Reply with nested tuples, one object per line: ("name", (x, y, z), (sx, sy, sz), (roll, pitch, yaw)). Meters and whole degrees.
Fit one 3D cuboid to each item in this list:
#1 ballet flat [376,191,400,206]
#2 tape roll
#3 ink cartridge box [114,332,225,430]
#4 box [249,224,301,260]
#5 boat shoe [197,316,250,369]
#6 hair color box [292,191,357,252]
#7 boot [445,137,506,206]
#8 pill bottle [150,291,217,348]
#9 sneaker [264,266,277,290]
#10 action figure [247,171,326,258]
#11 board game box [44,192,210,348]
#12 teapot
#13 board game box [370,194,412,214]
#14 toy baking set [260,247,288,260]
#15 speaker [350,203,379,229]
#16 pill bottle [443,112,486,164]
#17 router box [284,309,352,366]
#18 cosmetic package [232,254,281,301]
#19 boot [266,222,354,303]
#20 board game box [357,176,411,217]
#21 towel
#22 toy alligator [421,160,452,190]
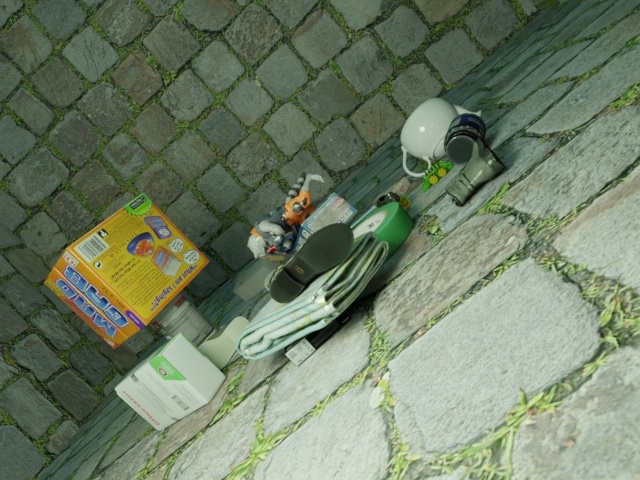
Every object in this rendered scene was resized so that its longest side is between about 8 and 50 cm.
("ballet flat", (0.224, -0.145, 1.699), (0.057, 0.049, 0.173), (-41, 9, -7))
("tape roll", (0.134, 0.014, 1.529), (0.321, 0.077, 0.321), (-41, 8, 7))
("ink cartridge box", (-0.478, 0.450, 1.590), (0.289, 0.211, 0.121), (-36, 11, 32))
("box", (-0.204, -0.002, 2.523), (0.247, 0.163, 0.142), (-16, 18, 15))
("boat shoe", (-0.365, 0.386, 1.782), (0.091, 0.109, 0.305), (-34, 5, 41))
("hair color box", (0.000, 0.000, 1.725), (0.174, 0.105, 0.347), (-47, -9, -26))
("boot", (0.399, -0.184, 1.357), (0.161, 0.083, 0.246), (-44, 6, 22))
("pill bottle", (-0.504, 0.351, 1.943), (0.161, 0.283, 0.161), (-40, 9, 8))
("sneaker", (-0.090, 0.116, 1.996), (0.283, 0.110, 0.122), (-45, 27, -7))
("action figure", (-0.119, -0.064, 1.755), (0.330, 0.178, 0.341), (-42, -9, -10))
("board game box", (-0.710, 0.117, 1.861), (0.356, 0.356, 0.356), (-33, 13, 45))
("teapot", (0.435, -0.391, 1.889), (0.252, 0.187, 0.256), (-25, -28, -32))
("board game box", (0.222, -0.086, 1.733), (0.092, 0.043, 0.181), (-47, 11, -35))
("toy baking set", (-0.154, 0.045, 2.372), (0.256, 0.030, 0.197), (6, -33, -41))
("speaker", (0.165, -0.071, 1.870), (0.136, 0.055, 0.055), (-41, 9, 4))
("pill bottle", (0.458, -0.320, 1.600), (0.123, 0.123, 0.219), (-36, 11, 33))
("router box", (-0.011, 0.219, 1.252), (0.179, 0.046, 0.133), (-41, 8, -1))
("cosmetic package", (-0.309, 0.180, 2.461), (0.238, 0.107, 0.127), (-40, 23, 26))
("boot", (-0.040, 0.043, 1.244), (0.263, 0.091, 0.229), (-40, 8, 1))
("board game box", (0.246, -0.154, 1.950), (0.193, 0.045, 0.147), (-33, 12, 43))
("towel", (-0.022, 0.140, 1.270), (0.374, 0.090, 0.320), (-31, 9, 43))
("toy alligator", (0.401, -0.243, 1.696), (0.190, 0.051, 0.056), (-41, 9, 1))
